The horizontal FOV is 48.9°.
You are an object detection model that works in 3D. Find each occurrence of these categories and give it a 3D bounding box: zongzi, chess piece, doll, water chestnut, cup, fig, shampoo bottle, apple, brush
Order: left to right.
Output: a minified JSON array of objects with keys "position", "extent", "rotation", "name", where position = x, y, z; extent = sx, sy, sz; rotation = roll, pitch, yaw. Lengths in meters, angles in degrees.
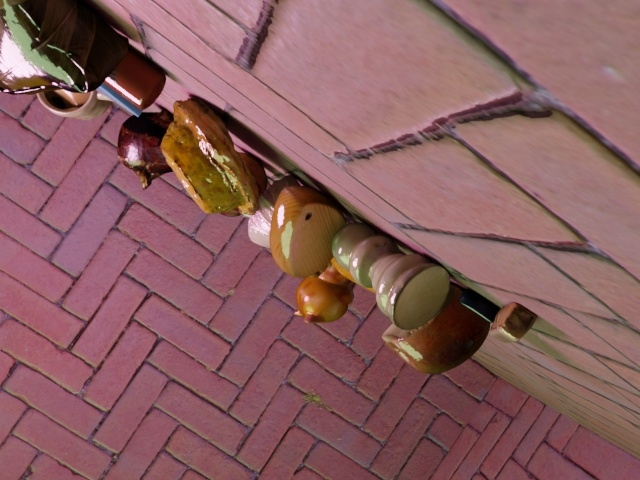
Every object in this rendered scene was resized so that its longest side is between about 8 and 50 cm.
[{"position":[-0.515,-0.372,1.137],"extent":[0.289,0.154,0.317],"rotation":[1,146,29],"name":"zongzi"},{"position":[-0.654,-0.444,2.007],"extent":[0.202,0.255,0.173],"rotation":[-87,-18,-83],"name":"cup"},{"position":[-0.405,-0.342,1.303],"extent":[0.244,0.085,0.085],"rotation":[34,177,-3],"name":"shampoo bottle"},{"position":[-0.482,-0.263,2.044],"extent":[0.224,0.238,0.223],"rotation":[5,-165,-1],"name":"water chestnut"},{"position":[-0.202,-0.171,1.663],"extent":[0.143,0.230,0.160],"rotation":[-9,172,5],"name":"fig"},{"position":[-0.059,-0.052,1.459],"extent":[0.166,0.174,0.266],"rotation":[43,164,26],"name":"brush"},{"position":[0.035,0.091,1.842],"extent":[0.162,0.269,0.167],"rotation":[18,178,-8],"name":"doll"},{"position":[0.119,0.048,1.388],"extent":[0.251,0.144,0.144],"rotation":[41,-178,43],"name":"chess piece"},{"position":[0.243,0.184,1.452],"extent":[0.174,0.188,0.207],"rotation":[36,176,8],"name":"apple"}]

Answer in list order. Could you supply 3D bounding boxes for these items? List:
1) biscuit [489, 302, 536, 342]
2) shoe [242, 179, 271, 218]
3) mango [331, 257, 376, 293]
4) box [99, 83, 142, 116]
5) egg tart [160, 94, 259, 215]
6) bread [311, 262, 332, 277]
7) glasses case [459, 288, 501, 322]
[{"position":[0.327,0.146,1.215],"extent":[0.052,0.056,0.188],"rotation":[35,176,12],"name":"biscuit"},{"position":[-0.254,-0.184,1.863],"extent":[0.316,0.124,0.159],"rotation":[34,170,21],"name":"shoe"},{"position":[0.127,0.059,1.570],"extent":[0.262,0.109,0.157],"rotation":[33,164,14],"name":"mango"},{"position":[-0.521,-0.401,1.690],"extent":[0.232,0.083,0.142],"rotation":[35,178,34],"name":"box"},{"position":[-0.226,-0.149,1.405],"extent":[0.288,0.118,0.288],"rotation":[49,169,13],"name":"egg tart"},{"position":[-0.030,-0.013,1.653],"extent":[0.116,0.077,0.200],"rotation":[54,-163,-63],"name":"bread"},{"position":[0.303,0.123,1.333],"extent":[0.083,0.033,0.023],"rotation":[33,166,21],"name":"glasses case"}]
